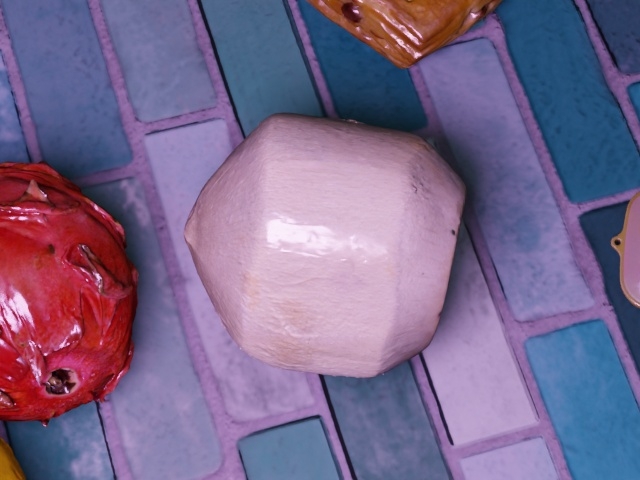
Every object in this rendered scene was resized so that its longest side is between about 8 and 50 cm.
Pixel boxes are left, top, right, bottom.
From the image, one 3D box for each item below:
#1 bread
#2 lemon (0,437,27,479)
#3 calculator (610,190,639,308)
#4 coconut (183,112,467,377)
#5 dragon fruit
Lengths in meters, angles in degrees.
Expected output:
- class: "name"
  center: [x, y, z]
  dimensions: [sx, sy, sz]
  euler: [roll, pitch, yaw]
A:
- class: "bread"
  center: [0.093, -0.296, 1.922]
  dimensions: [0.210, 0.099, 0.235]
  euler: [38, 62, 10]
- class: "lemon"
  center: [-0.354, 0.260, 1.547]
  dimensions: [0.245, 0.245, 0.320]
  euler: [-29, 76, -16]
- class: "calculator"
  center: [0.406, 0.021, 1.834]
  dimensions: [0.236, 0.033, 0.157]
  euler: [10, 66, 3]
- class: "coconut"
  center: [0.000, 0.000, 1.701]
  dimensions: [0.247, 0.245, 0.245]
  euler: [12, 65, 2]
- class: "dragon fruit"
  center: [-0.276, 0.044, 1.661]
  dimensions: [0.241, 0.241, 0.252]
  euler: [-16, 75, -11]
